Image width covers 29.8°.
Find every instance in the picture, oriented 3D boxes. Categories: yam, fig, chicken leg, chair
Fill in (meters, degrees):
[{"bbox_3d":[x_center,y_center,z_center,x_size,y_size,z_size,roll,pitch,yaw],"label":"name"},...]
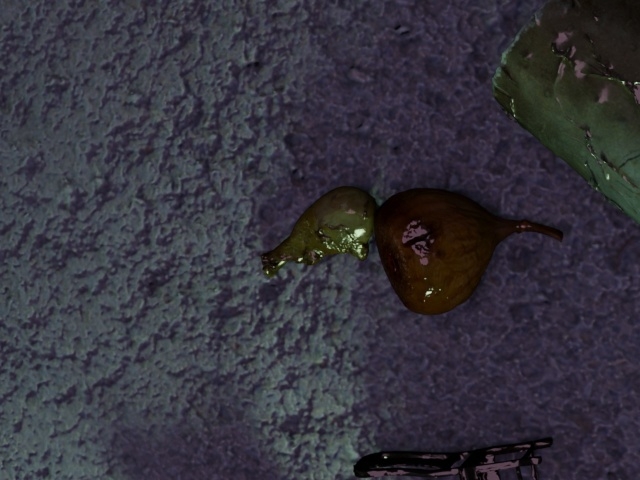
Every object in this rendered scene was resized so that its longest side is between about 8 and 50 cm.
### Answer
[{"bbox_3d":[0.367,-0.125,1.239,0.348,0.241,0.241,40,106,12],"label":"yam"},{"bbox_3d":[0.166,-0.009,1.373,0.201,0.134,0.146,-22,118,-2],"label":"fig"},{"bbox_3d":[0.000,0.000,1.446,0.178,0.070,0.093,-29,93,26],"label":"chicken leg"},{"bbox_3d":[0.163,0.297,1.401,0.229,0.106,0.113,-11,89,20],"label":"chair"}]
